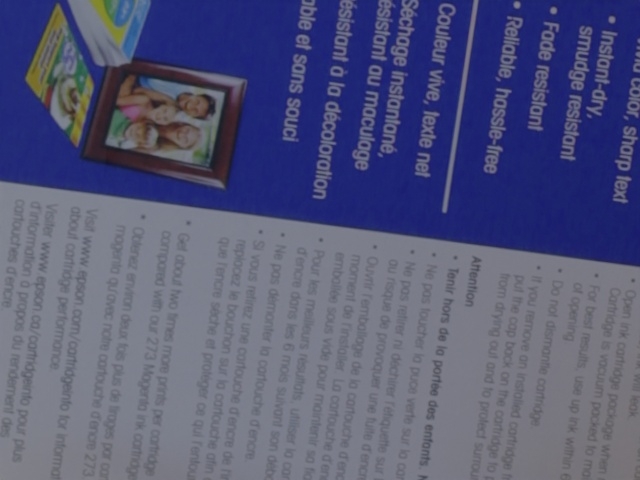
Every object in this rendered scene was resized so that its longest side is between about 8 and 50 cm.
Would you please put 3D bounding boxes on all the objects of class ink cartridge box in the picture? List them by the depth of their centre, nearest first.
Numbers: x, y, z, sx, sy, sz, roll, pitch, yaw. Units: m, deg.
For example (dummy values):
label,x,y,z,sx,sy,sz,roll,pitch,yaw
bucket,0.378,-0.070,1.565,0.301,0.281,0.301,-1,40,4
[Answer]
label,x,y,z,sx,sy,sz,roll,pitch,yaw
ink cartridge box,0.000,0.000,0.517,0.069,0.370,0.176,-143,-119,-83
